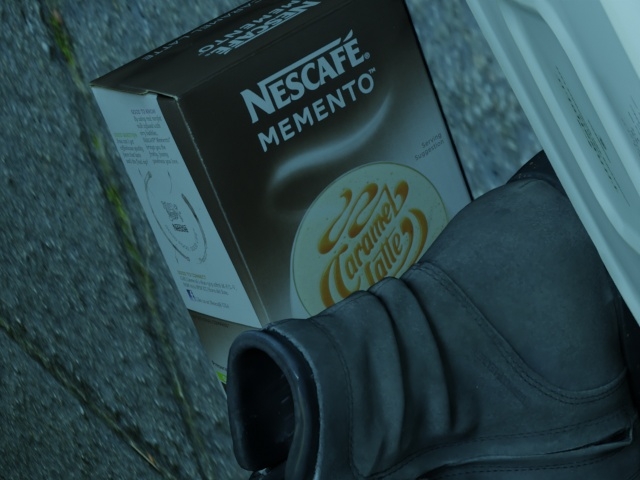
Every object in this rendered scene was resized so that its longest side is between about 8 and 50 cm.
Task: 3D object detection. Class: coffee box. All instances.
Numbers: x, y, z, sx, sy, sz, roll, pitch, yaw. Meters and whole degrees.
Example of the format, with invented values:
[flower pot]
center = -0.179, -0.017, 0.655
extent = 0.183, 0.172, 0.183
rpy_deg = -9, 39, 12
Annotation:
[coffee box]
center = 0.000, 0.000, 0.778
extent = 0.098, 0.141, 0.247
rpy_deg = 16, 133, 56

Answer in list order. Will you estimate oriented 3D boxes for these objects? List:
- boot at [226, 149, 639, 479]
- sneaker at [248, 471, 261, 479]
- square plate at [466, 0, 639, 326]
[boot]
center = 0.076, 0.137, 0.697
extent = 0.118, 0.222, 0.338
rpy_deg = 19, 135, 53
[sneaker]
center = 0.064, 0.197, 0.936
extent = 0.267, 0.106, 0.101
rpy_deg = 35, 146, 38
[square plate]
center = 0.100, -0.046, 0.452
extent = 0.347, 0.049, 0.344
rpy_deg = 60, -175, -13
